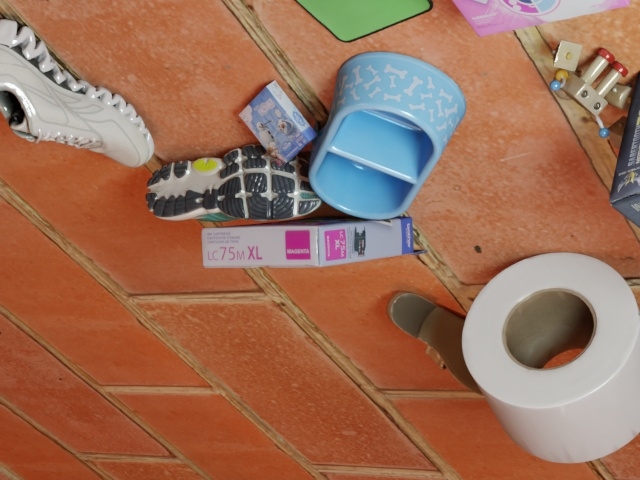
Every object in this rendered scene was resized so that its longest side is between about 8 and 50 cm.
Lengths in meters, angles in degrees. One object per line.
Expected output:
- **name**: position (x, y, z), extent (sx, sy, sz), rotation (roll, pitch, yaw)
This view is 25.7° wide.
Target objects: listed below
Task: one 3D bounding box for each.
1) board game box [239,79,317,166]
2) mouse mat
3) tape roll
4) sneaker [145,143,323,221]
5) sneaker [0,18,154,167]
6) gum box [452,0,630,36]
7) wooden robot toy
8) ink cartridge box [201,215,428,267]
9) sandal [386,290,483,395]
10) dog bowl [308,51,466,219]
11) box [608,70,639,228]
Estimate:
- **board game box**: position (-0.056, -0.150, 1.816), extent (0.090, 0.020, 0.090), rotation (52, 147, 0)
- **mouse mat**: position (0.017, -0.297, 1.576), extent (0.152, 0.007, 0.189), rotation (-14, 139, 44)
- **tape roll**: position (0.334, 0.162, 1.936), extent (0.246, 0.246, 0.169), rotation (2, 147, 27)
- **sneaker**: position (-0.111, -0.072, 1.970), extent (0.275, 0.107, 0.110), rotation (1, 171, 29)
- **sneaker**: position (-0.355, -0.171, 1.896), extent (0.292, 0.118, 0.110), rotation (35, 146, -29)
- **gum box**: position (0.213, -0.278, 1.434), extent (0.188, 0.062, 0.107), rotation (-7, 142, 38)
- **wooden robot toy**: position (0.301, -0.175, 1.586), extent (0.173, 0.076, 0.079), rotation (38, -179, -31)
- **ink cartridge box**: position (0.000, 0.000, 1.929), extent (0.185, 0.065, 0.311), rotation (-1, -179, 31)
- **sandal**: position (0.195, 0.151, 2.200), extent (0.240, 0.088, 0.079), rotation (37, 178, -18)
- **dog bowl**: position (0.074, -0.121, 1.776), extent (0.165, 0.074, 0.297), rotation (21, 152, -4)
- **box**: position (0.429, -0.063, 1.558), extent (0.232, 0.183, 0.059), rotation (33, 148, -26)
